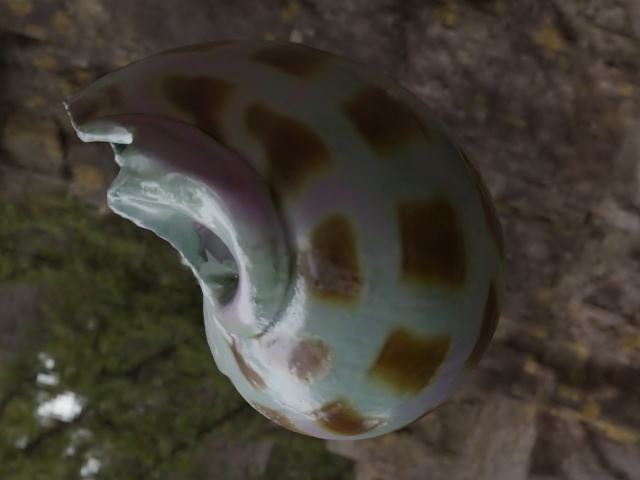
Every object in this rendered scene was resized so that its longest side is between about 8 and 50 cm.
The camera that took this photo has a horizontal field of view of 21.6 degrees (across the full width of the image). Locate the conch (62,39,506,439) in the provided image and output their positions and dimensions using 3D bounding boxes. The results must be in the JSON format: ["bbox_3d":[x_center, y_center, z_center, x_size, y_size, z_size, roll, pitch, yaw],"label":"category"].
[{"bbox_3d":[0.000,0.000,1.025,0.249,0.197,0.368,42,167,26],"label":"conch"}]
